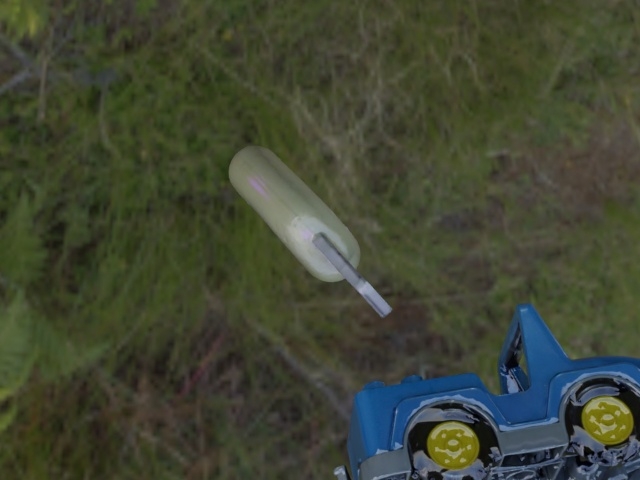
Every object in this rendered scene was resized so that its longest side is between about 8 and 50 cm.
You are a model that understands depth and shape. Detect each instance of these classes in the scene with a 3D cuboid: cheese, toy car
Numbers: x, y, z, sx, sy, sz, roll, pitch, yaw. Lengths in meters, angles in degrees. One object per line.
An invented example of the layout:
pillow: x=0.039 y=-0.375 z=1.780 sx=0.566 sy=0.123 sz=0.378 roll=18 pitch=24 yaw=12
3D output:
cheese: x=0.000 y=0.000 z=0.951 sx=0.037 sy=0.192 sz=0.097 roll=-43 pitch=119 yaw=-1
toy car: x=0.098 y=0.097 z=0.836 sx=0.191 sy=0.100 sz=0.097 roll=-8 pitch=153 yaw=-7
